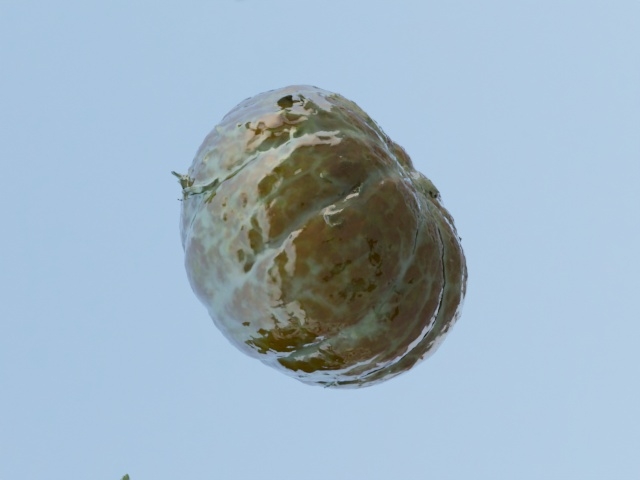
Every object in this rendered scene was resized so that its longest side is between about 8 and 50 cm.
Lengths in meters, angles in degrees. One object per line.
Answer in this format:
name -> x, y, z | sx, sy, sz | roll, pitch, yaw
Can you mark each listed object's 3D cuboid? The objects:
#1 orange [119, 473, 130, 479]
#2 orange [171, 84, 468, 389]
orange -> -0.108, 0.329, 1.661 | 0.237, 0.179, 0.159 | 5, -100, 3
orange -> 0.000, 0.000, 1.659 | 0.329, 0.249, 0.329 | 52, -164, -22
